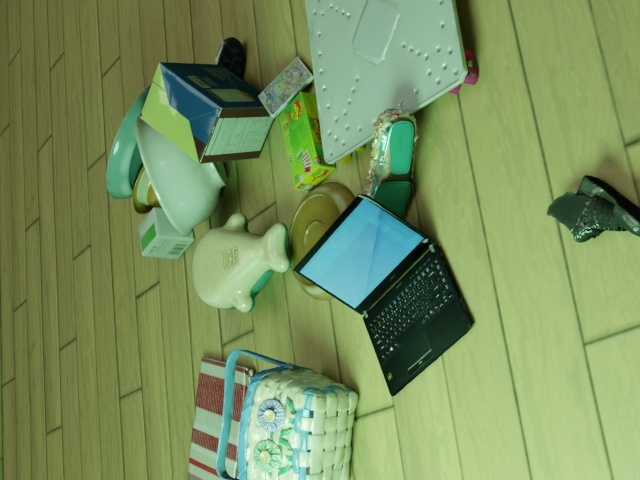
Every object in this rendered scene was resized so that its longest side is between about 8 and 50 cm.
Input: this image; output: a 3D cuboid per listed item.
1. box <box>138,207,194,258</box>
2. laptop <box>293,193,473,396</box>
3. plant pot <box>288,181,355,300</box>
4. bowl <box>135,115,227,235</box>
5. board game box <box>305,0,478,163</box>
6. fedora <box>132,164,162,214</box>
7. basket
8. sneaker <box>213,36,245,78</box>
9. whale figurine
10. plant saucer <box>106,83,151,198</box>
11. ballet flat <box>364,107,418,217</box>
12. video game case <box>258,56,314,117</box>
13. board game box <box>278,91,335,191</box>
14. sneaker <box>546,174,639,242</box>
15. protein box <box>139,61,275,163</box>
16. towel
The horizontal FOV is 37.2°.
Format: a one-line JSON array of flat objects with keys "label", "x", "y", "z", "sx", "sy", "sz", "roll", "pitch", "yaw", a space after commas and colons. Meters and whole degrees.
[{"label": "box", "x": -0.383, "y": -0.017, "z": 2.355, "sx": 0.101, "sy": 0.102, "sz": 0.087, "roll": -43, "pitch": 49, "yaw": 44}, {"label": "laptop", "x": 0.100, "y": 0.096, "z": 1.627, "sx": 0.234, "sy": 0.137, "sz": 0.264, "roll": -49, "pitch": 47, "yaw": 39}, {"label": "plant pot", "x": 0.000, "y": 0.000, "z": 1.874, "sx": 0.236, "sy": 0.032, "sz": 0.236, "roll": -12, "pitch": 74, "yaw": 53}, {"label": "bowl", "x": -0.301, "y": -0.171, "z": 2.180, "sx": 0.134, "sy": 0.298, "sz": 0.297, "roll": -21, "pitch": 59, "yaw": 5}, {"label": "board game box", "x": 0.118, "y": -0.384, "z": 1.752, "sx": 0.390, "sy": 0.050, "sz": 0.389, "roll": -28, "pitch": 62, "yaw": 49}, {"label": "fedora", "x": -0.391, "y": -0.142, "z": 2.375, "sx": 0.079, "sy": 0.194, "sz": 0.194, "roll": 27, "pitch": 111, "yaw": 15}, {"label": "basket", "x": -0.082, "y": 0.343, "z": 1.786, "sx": 0.289, "sy": 0.201, "sz": 0.254, "roll": 2, "pitch": 87, "yaw": 45}, {"label": "sneaker", "x": -0.234, "y": -0.371, "z": 2.220, "sx": 0.081, "sy": 0.080, "sz": 0.211, "roll": 23, "pitch": 102, "yaw": 51}, {"label": "whale figurine", "x": -0.147, "y": 0.047, "z": 1.998, "sx": 0.272, "sy": 0.141, "sz": 0.216, "roll": -21, "pitch": 68, "yaw": 38}, {"label": "plant saucer", "x": -0.426, "y": -0.241, "z": 2.350, "sx": 0.044, "sy": 0.317, "sz": 0.317, "roll": 23, "pitch": 109, "yaw": 9}, {"label": "ballet flat", "x": 0.120, "y": -0.123, "z": 1.669, "sx": 0.077, "sy": 0.091, "sz": 0.240, "roll": -119, "pitch": 35, "yaw": -56}, {"label": "video game case", "x": -0.073, "y": -0.323, "z": 2.000, "sx": 0.122, "sy": 0.011, "sz": 0.087, "roll": -43, "pitch": 44, "yaw": 11}, {"label": "board game box", "x": -0.029, "y": -0.201, "z": 1.936, "sx": 0.092, "sy": 0.043, "sz": 0.181, "roll": -41, "pitch": 53, "yaw": 43}, {"label": "sneaker", "x": 0.386, "y": -0.028, "z": 1.320, "sx": 0.089, "sy": 0.051, "sz": 0.170, "roll": -66, "pitch": 34, "yaw": 24}, {"label": "protein box", "x": -0.237, "y": -0.279, "z": 2.056, "sx": 0.200, "sy": 0.201, "sz": 0.136, "roll": 38, "pitch": 116, "yaw": 25}, {"label": "towel", "x": -0.224, "y": 0.435, "z": 2.120, "sx": 0.237, "sy": 0.037, "sz": 0.328, "roll": 1, "pitch": 84, "yaw": 57}]
